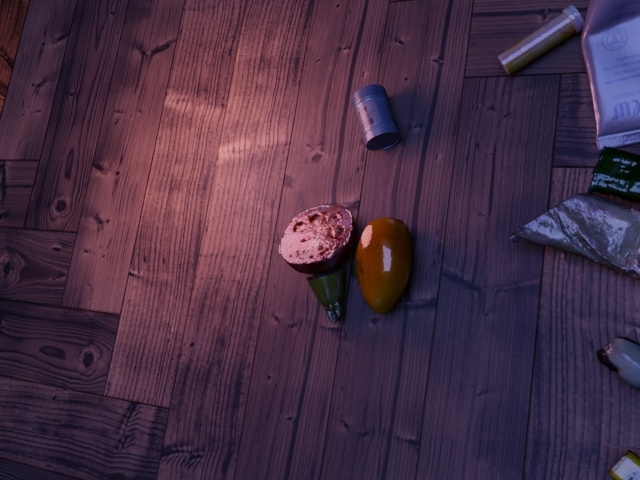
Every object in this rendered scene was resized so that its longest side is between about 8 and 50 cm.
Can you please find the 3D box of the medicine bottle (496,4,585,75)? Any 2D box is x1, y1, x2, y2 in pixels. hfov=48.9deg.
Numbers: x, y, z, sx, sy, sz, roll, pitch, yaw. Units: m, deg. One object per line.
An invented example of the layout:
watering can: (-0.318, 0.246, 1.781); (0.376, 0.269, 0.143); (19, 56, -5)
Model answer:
medicine bottle: (0.564, -0.509, 1.804); (0.218, 0.074, 0.074); (-33, 65, 16)

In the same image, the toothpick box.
toothpick box: (0.151, -0.336, 1.928); (0.101, 0.101, 0.153); (-21, 69, 18)

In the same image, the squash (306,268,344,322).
squash: (0.028, 0.150, 1.876); (0.105, 0.105, 0.132); (-14, 92, 21)

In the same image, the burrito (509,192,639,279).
burrito: (0.635, -0.025, 1.627); (0.347, 0.107, 0.175); (18, 69, 25)

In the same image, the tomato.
tomato: (0.002, 0.003, 1.900); (0.225, 0.085, 0.225); (-18, 44, 18)

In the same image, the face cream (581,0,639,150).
face cream: (0.753, -0.443, 1.693); (0.235, 0.137, 0.420); (-11, 84, 20)

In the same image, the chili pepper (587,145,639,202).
chili pepper: (0.761, -0.132, 1.595); (0.270, 0.136, 0.099); (19, 130, 24)

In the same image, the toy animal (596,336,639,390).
toy animal: (0.703, 0.288, 1.500); (0.094, 0.121, 0.225); (-49, 64, 6)

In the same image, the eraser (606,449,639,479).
eraser: (0.693, 0.521, 1.423); (0.226, 0.158, 0.069); (40, 97, 28)

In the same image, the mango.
mango: (0.162, 0.063, 1.806); (0.154, 0.126, 0.252); (-1, 77, 36)
